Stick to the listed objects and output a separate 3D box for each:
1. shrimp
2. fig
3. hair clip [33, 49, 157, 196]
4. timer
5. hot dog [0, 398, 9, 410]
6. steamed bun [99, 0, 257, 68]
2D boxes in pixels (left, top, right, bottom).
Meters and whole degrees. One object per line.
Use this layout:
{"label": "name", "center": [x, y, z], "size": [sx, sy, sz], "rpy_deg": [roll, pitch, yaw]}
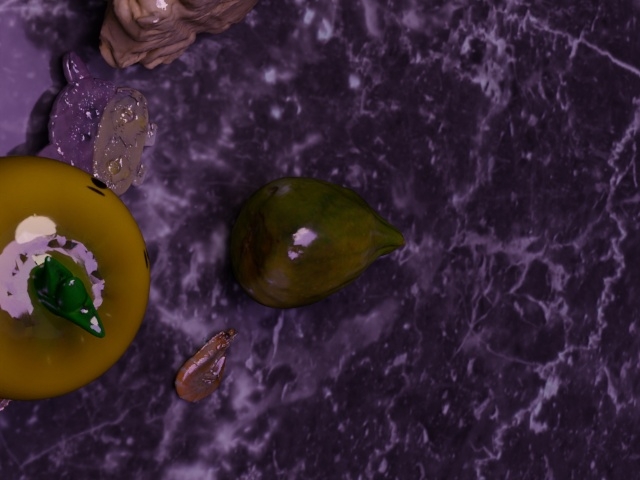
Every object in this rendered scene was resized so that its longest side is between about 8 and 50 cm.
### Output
{"label": "shrimp", "center": [-0.136, 0.156, 1.838], "size": [0.108, 0.023, 0.059], "rpy_deg": [-43, 122, -19]}
{"label": "fig", "center": [-0.011, -0.010, 1.820], "size": [0.233, 0.167, 0.167], "rpy_deg": [-36, 112, -46]}
{"label": "hair clip", "center": [-0.262, -0.108, 1.725], "size": [0.146, 0.056, 0.187], "rpy_deg": [25, 79, -35]}
{"label": "timer", "center": [-0.290, 0.044, 1.538], "size": [0.285, 0.285, 0.285], "rpy_deg": [-3, 96, -29]}
{"label": "hot dog", "center": [-0.420, 0.127, 1.658], "size": [0.191, 0.059, 0.108], "rpy_deg": [39, 71, -24]}
{"label": "steamed bun", "center": [-0.125, -0.319, 1.670], "size": [0.292, 0.295, 0.137], "rpy_deg": [-30, 87, -33]}
